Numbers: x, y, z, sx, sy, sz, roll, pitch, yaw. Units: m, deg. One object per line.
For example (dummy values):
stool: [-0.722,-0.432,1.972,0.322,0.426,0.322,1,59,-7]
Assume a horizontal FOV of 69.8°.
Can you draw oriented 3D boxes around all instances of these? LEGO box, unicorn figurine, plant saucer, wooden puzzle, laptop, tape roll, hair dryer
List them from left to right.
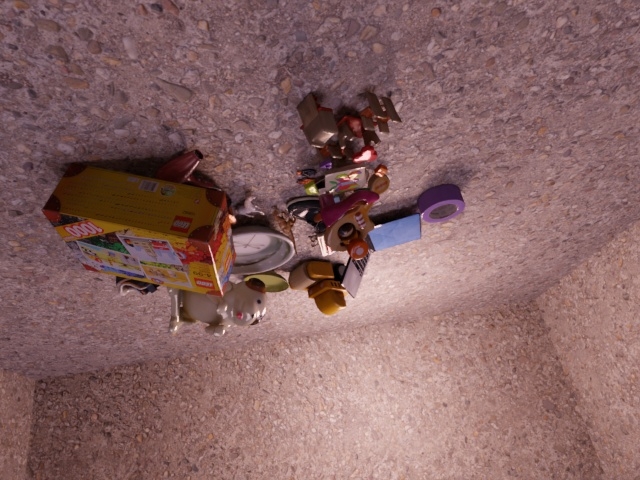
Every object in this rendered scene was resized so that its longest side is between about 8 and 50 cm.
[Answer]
LEGO box: [-0.554,-0.021,1.500,0.499,0.193,0.373,11,148,3]
hair dryer: [-0.438,-0.212,1.530,0.223,0.080,0.293,-17,164,-24]
plant saucer: [-0.311,0.024,1.987,0.399,0.101,0.401,-9,154,-4]
unicorn figurine: [-0.268,-0.127,1.745,0.161,0.060,0.111,-30,148,33]
plant saucer: [-0.281,0.212,2.398,0.240,0.037,0.241,3,152,2]
wooden puzzle: [0.099,-0.009,2.092,0.220,0.044,0.239,-23,155,-5]
laptop: [0.295,0.086,2.155,0.236,0.409,0.382,17,168,18]
tape roll: [0.516,-0.156,1.966,0.188,0.080,0.189,-8,153,-4]

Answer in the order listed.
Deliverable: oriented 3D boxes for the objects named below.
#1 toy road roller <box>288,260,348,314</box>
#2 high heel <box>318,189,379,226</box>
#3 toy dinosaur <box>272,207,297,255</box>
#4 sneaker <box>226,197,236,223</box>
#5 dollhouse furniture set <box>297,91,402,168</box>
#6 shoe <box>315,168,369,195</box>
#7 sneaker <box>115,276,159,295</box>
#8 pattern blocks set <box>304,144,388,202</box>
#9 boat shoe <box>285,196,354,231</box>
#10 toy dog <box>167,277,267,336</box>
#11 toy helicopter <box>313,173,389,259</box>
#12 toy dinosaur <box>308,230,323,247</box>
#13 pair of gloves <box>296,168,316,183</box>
toy road roller: [0.010,0.255,2.408,0.329,0.241,0.202,12,146,-38]
high heel: [0.111,-0.111,1.614,0.243,0.117,0.082,-5,164,-29]
toy dinosaur: [-0.135,-0.050,1.881,0.064,0.112,0.212,-6,125,44]
sneaker: [-0.421,-0.067,1.741,0.179,0.125,0.321,-13,174,-33]
dollhouse furniture set: [0.066,-0.351,1.397,0.259,0.135,0.262,-2,155,-43]
shoe: [0.072,-0.215,1.682,0.218,0.077,0.058,-17,158,17]
sneaker: [-0.766,0.178,2.095,0.320,0.128,0.126,-11,153,-3]
pattern blocks set: [0.086,-0.205,1.549,0.285,0.026,0.325,-17,162,12]
boat shoe: [0.019,-0.088,1.871,0.339,0.113,0.127,11,147,-37]
toy dog: [-0.448,0.286,2.107,0.406,0.285,0.395,7,-169,3]
toy helicopter: [0.133,-0.114,1.766,0.234,0.140,0.355,26,105,-32]
toy dinosaur: [0.000,0.000,2.110,0.092,0.053,0.183,-17,153,9]
pair of gloves: [-0.052,-0.232,1.676,0.074,0.010,0.083,-6,151,-7]
